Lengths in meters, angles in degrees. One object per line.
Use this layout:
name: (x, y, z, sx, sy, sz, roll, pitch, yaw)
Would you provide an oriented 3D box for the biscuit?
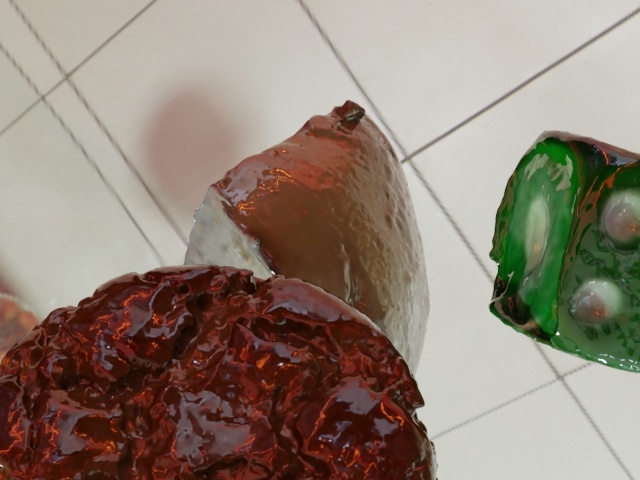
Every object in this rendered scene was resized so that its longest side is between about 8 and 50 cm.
biscuit: (-0.052, 0.092, 0.461, 0.226, 0.226, 0.042, 24, 138, 11)

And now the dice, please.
dice: (0.183, 0.006, 0.644, 0.120, 0.131, 0.128, 14, 98, -12)

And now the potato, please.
potato: (0.035, 0.014, 0.774, 0.189, 0.264, 0.211, 39, 143, 9)
